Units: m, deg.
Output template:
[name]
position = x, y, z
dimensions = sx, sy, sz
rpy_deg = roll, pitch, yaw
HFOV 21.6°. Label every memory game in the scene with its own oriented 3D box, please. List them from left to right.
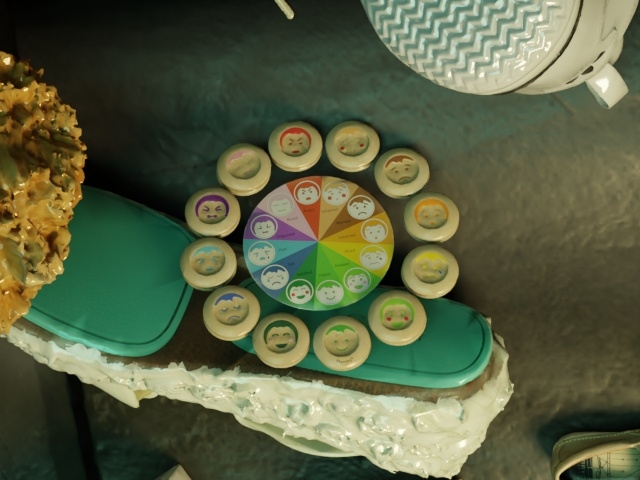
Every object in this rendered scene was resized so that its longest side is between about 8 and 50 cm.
[memory game]
position = 0.000, 0.000, 1.092
dimensions = 0.186, 0.012, 0.186
rpy_deg = -1, 63, 2

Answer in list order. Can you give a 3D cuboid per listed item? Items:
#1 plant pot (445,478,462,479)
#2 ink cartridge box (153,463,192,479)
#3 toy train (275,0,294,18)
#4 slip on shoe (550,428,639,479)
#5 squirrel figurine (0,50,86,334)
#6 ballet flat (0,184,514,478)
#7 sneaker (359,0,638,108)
[plant pot]
position = 0.052, 0.216, 1.164
dimensions = 0.083, 0.081, 0.081
rpy_deg = -4, 103, 26
[ink cartridge box]
position = -0.108, 0.282, 1.219
dimensions = 0.140, 0.082, 0.190
rpy_deg = -35, 92, 19
[toy train]
position = -0.085, -0.245, 1.045
dimensions = 0.105, 0.143, 0.248
rpy_deg = -24, 97, 19
[slip on shoe]
position = 0.220, 0.147, 1.120
dimensions = 0.135, 0.041, 0.051
rpy_deg = -2, 103, 15
[squirrel figurine]
position = -0.283, -0.106, 1.035
dimensions = 0.370, 0.281, 0.397
rpy_deg = -36, 83, 3
[ballet flat]
position = -0.075, 0.075, 1.139
dimensions = 0.409, 0.147, 0.147
rpy_deg = 17, 107, 11
[sneaker]
position = 0.061, -0.222, 1.010
dimensions = 0.137, 0.210, 0.366
rpy_deg = -39, 66, 20
